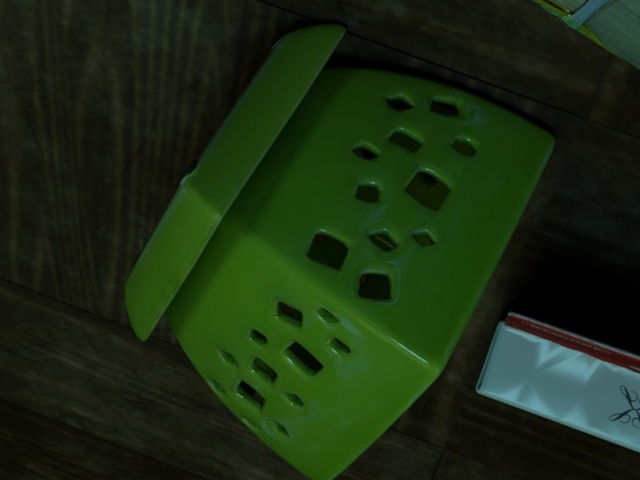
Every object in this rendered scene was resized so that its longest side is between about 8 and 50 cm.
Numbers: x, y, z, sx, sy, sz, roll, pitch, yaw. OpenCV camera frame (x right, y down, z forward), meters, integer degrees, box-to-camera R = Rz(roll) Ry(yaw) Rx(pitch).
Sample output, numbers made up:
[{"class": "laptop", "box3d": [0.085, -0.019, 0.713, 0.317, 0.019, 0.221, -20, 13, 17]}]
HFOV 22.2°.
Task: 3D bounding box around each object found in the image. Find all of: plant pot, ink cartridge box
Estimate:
[{"class": "plant pot", "box3d": [0.000, 0.000, 1.145, 0.207, 0.227, 0.228, 33, 145, -3]}, {"class": "ink cartridge box", "box3d": [0.261, 0.131, 1.187, 0.296, 0.066, 0.261, 19, 178, 7]}]

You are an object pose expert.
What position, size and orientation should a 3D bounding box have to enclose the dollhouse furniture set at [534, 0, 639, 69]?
[{"class": "dollhouse furniture set", "box3d": [0.221, -0.207, 0.727, 0.198, 0.151, 0.301, 32, 142, -15]}]
